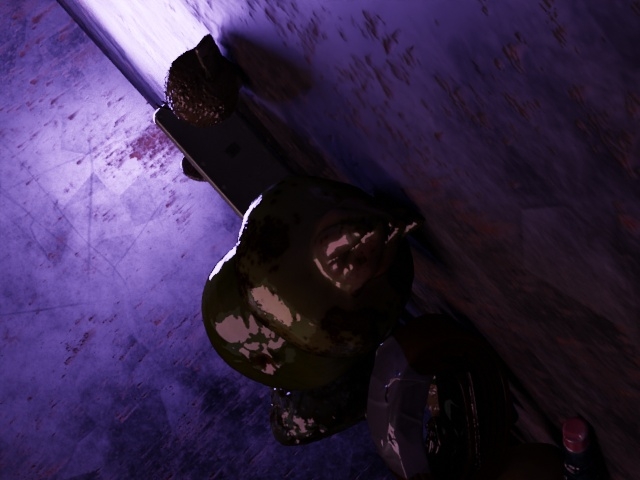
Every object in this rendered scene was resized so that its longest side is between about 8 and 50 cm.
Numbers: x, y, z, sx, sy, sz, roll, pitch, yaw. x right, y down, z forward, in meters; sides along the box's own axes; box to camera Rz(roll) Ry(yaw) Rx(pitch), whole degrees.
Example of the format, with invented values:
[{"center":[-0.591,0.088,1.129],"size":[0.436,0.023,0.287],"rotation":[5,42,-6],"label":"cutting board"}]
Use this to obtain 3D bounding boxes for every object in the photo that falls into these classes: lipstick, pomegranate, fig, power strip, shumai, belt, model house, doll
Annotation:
[{"center":[0.332,0.275,1.295],"size":[0.053,0.053,0.234],"rotation":[45,170,31],"label":"lipstick"},{"center":[0.009,0.033,1.193],"size":[0.222,0.204,0.276],"rotation":[30,-179,-11],"label":"pomegranate"},{"center":[-0.043,0.098,1.767],"size":[0.316,0.316,0.316],"rotation":[47,175,5],"label":"fig"},{"center":[-0.162,-0.154,1.730],"size":[0.270,0.118,0.046],"rotation":[48,174,-4],"label":"power strip"},{"center":[0.027,0.194,2.022],"size":[0.395,0.395,0.348],"rotation":[78,171,-80],"label":"shumai"},{"center":[0.163,0.239,1.415],"size":[0.105,0.184,0.262],"rotation":[-145,44,-67],"label":"belt"},{"center":[0.312,0.410,1.484],"size":[0.233,0.233,0.233],"rotation":[47,175,5],"label":"pomegranate"},{"center":[0.258,0.376,1.866],"size":[0.165,0.106,0.152],"rotation":[16,119,20],"label":"model house"},{"center":[-0.158,-0.211,1.396],"size":[0.105,0.115,0.221],"rotation":[58,167,-7],"label":"doll"}]

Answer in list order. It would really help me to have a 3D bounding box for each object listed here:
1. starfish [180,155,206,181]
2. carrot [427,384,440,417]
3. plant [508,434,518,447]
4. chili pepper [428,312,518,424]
[{"center":[-0.160,-0.112,2.155],"size":[0.312,0.113,0.303],"rotation":[35,173,25],"label":"starfish"},{"center":[0.238,0.274,1.892],"size":[0.102,0.102,0.263],"rotation":[45,167,31],"label":"carrot"},{"center":[0.344,0.449,2.027],"size":[0.132,0.129,0.194],"rotation":[45,171,31],"label":"plant"},{"center":[0.212,0.204,1.548],"size":[0.253,0.083,0.099],"rotation":[46,179,-32],"label":"chili pepper"}]
